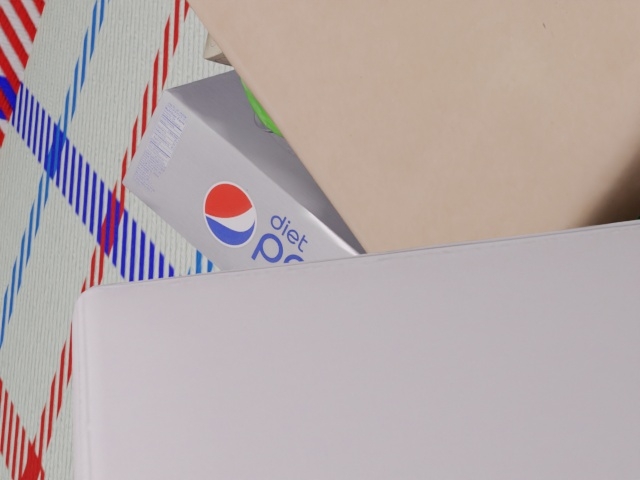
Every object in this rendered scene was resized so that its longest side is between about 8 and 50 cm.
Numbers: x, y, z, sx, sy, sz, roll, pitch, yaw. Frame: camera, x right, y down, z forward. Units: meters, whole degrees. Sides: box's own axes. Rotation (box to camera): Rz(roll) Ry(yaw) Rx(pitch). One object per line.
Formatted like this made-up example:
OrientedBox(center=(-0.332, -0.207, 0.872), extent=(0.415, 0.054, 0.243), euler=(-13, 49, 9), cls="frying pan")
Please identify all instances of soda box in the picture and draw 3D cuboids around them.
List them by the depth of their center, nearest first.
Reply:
OrientedBox(center=(0.000, 0.000, 1.303), extent=(0.286, 0.098, 0.091), euler=(41, 124, 20), cls="soda box")

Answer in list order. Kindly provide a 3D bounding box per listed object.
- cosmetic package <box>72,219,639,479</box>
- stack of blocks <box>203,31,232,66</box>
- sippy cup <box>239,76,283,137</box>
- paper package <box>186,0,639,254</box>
OrientedBox(center=(0.084, 0.245, 0.748), extent=(0.329, 0.327, 0.393), euler=(84, 178, -49), cls="cosmetic package")
OrientedBox(center=(0.020, -0.276, 1.514), extent=(0.087, 0.171, 0.297), euler=(-7, 72, 65), cls="stack of blocks")
OrientedBox(center=(0.096, -0.179, 1.199), extent=(0.224, 0.240, 0.305), euler=(13, 85, 38), cls="sippy cup")
OrientedBox(center=(0.118, -0.152, 0.884), extent=(0.309, 0.168, 0.325), euler=(56, 130, 29), cls="paper package")
